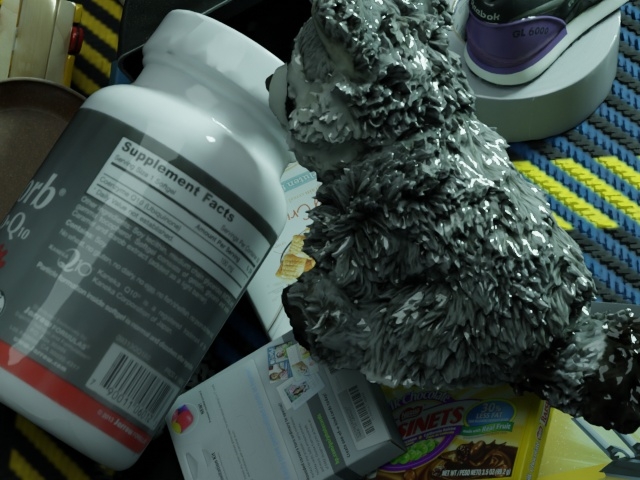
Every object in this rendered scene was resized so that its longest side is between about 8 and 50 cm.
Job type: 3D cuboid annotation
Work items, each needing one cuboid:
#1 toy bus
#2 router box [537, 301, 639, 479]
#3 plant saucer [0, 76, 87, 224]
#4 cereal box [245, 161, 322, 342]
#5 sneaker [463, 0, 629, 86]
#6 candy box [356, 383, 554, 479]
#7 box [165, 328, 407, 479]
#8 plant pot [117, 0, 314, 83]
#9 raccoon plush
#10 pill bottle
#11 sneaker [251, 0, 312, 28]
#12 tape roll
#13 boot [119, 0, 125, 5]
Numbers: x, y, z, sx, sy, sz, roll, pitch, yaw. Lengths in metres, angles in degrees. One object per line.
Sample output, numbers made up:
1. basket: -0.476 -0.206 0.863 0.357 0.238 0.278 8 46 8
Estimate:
1. toy bus: -0.306 -0.156 1.683 0.202 0.191 0.104 -36 13 -17
2. router box: 0.305 0.177 1.373 0.309 0.081 0.243 4 55 11
3. plant saucer: -0.286 -0.058 1.606 0.199 0.036 0.198 2 84 -17
4. cereal box: 0.000 0.000 1.563 0.173 0.047 0.240 -25 55 -7
5. sneaker: 0.245 -0.275 1.585 0.107 0.124 0.283 31 64 25
6. candy box: 0.098 0.166 1.385 0.206 0.027 0.105 -9 48 40
7. box: -0.034 0.160 1.422 0.186 0.038 0.145 -31 55 11
8. plant pot: -0.085 -0.213 1.624 0.188 0.187 0.167 -27 47 12
9. raccoon plush: 0.157 -0.045 1.305 0.446 0.299 0.216 11 21 10
10. pill bottle: -0.158 -0.003 1.439 0.210 0.210 0.363 28 79 24
11. sneaker: -0.029 -0.227 1.730 0.070 0.051 0.134 -28 61 4
12. tape roll: 0.189 -0.203 1.664 0.219 0.072 0.219 -4 56 6
13. boot: -0.173 -0.282 1.784 0.086 0.069 0.190 -26 63 -18
